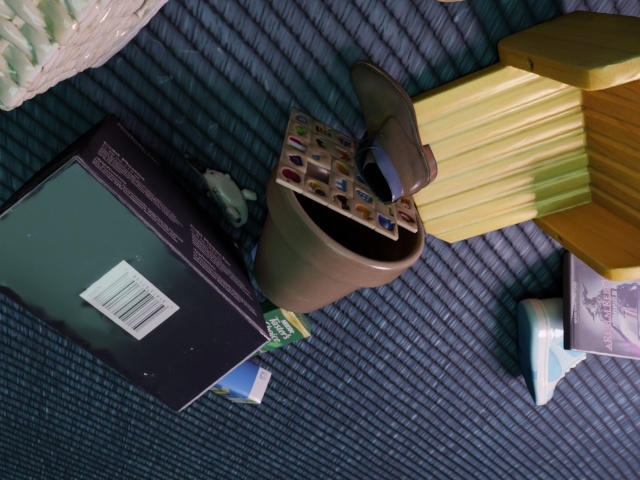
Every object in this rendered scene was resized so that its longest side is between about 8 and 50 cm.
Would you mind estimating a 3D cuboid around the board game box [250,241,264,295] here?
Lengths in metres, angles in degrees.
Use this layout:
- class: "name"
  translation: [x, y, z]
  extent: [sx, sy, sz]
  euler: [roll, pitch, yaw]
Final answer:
- class: "board game box"
  translation: [-0.062, 0.049, 0.885]
  extent: [0.133, 0.033, 0.169]
  euler: [-11, 115, 4]

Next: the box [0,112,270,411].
- class: "box"
  translation: [-0.270, 0.018, 0.666]
  extent: [0.179, 0.312, 0.343]
  euler: [-38, 119, 2]

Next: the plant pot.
- class: "plant pot"
  translation: [0.000, 0.000, 0.731]
  extent: [0.263, 0.263, 0.229]
  euler: [25, 132, -18]

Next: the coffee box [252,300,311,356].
- class: "coffee box"
  translation: [-0.126, 0.196, 0.984]
  extent: [0.184, 0.040, 0.113]
  euler: [-22, 124, 14]

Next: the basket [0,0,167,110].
- class: "basket"
  translation: [-0.308, -0.376, 0.436]
  extent: [0.328, 0.266, 0.331]
  euler: [-33, 118, 21]

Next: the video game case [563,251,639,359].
- class: "video game case"
  translation: [0.621, 0.139, 0.888]
  extent: [0.274, 0.196, 0.026]
  euler: [9, 167, -8]

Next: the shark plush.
- class: "shark plush"
  translation: [-0.187, -0.083, 0.778]
  extent: [0.161, 0.073, 0.067]
  euler: [39, 147, -30]

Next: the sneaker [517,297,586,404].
- class: "sneaker"
  translation: [0.565, 0.250, 0.988]
  extent: [0.208, 0.127, 0.319]
  euler: [-12, 126, 9]

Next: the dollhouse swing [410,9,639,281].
- class: "dollhouse swing"
  translation: [0.317, -0.092, 0.655]
  extent: [0.305, 0.315, 0.347]
  euler: [-26, 123, 4]

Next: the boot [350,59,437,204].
- class: "boot"
  translation: [0.090, -0.160, 0.660]
  extent: [0.219, 0.106, 0.082]
  euler: [57, 147, -8]

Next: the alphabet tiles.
- class: "alphabet tiles"
  translation: [0.049, -0.100, 0.680]
  extent: [0.237, 0.198, 0.009]
  euler: [25, 131, -18]

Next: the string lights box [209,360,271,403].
- class: "string lights box"
  translation: [-0.258, 0.282, 0.993]
  extent: [0.259, 0.077, 0.133]
  euler: [34, 147, -23]
